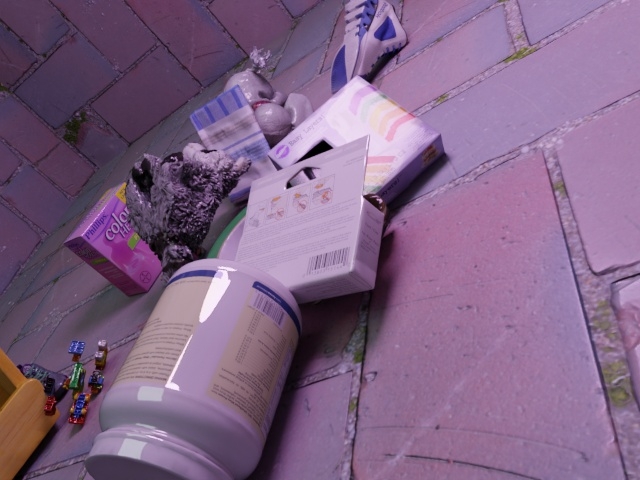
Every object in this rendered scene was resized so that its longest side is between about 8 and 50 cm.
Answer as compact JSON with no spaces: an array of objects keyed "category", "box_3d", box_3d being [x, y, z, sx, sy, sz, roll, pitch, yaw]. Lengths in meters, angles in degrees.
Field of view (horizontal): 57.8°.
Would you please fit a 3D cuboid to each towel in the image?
[{"category":"towel","box_3d":[-0.230,-0.249,1.564,0.209,0.284,0.034,-17,11,39]}]

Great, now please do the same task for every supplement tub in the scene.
[{"category":"supplement tub","box_3d":[-0.176,0.213,0.863,0.236,0.235,0.324,-21,35,36]}]

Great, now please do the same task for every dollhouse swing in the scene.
[{"category":"dollhouse swing","box_3d":[-0.846,0.394,1.395,0.347,0.305,0.315,-9,42,52]}]

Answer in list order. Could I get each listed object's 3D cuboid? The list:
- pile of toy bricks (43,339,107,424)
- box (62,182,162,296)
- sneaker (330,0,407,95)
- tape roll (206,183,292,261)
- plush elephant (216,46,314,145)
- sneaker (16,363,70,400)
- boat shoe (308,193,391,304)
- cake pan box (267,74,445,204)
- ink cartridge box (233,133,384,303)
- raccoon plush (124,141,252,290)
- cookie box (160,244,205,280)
[{"category":"pile of toy bricks","box_3d":[-0.578,0.344,1.379,0.105,0.118,0.212,109,166,-47]},{"category":"box","box_3d":[-0.556,-0.001,1.661,0.117,0.243,0.213,-15,38,43]},{"category":"sneaker","box_3d":[0.152,-0.545,1.632,0.127,0.182,0.315,12,89,60]},{"category":"tape roll","box_3d":[-0.112,0.003,1.248,0.321,0.077,0.321,-32,28,20]},{"category":"plush elephant","box_3d":[-0.174,-0.356,1.698,0.255,0.272,0.330,68,151,25]},{"category":"sneaker","box_3d":[-0.748,0.373,1.541,0.224,0.098,0.083,-10,42,47]},{"category":"boat shoe","box_3d":[0.050,0.025,1.009,0.080,0.073,0.223,35,91,44]},{"category":"cake pan box","box_3d":[0.061,-0.168,1.134,0.267,0.070,0.246,-41,57,-5]},{"category":"ink cartridge box","box_3d":[-0.026,-0.020,1.003,0.297,0.066,0.260,-16,52,39]},{"category":"raccoon plush","box_3d":[-0.300,-0.038,1.449,0.216,0.299,0.445,-7,88,40]},{"category":"cookie box","box_3d":[-0.363,0.064,1.532,0.092,0.040,0.107,-21,35,35]}]
